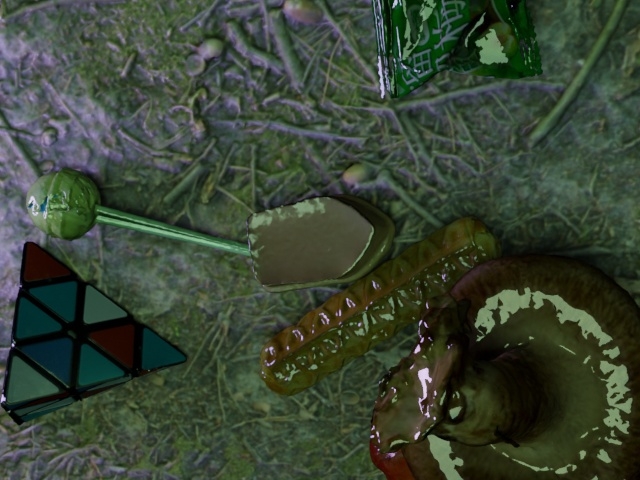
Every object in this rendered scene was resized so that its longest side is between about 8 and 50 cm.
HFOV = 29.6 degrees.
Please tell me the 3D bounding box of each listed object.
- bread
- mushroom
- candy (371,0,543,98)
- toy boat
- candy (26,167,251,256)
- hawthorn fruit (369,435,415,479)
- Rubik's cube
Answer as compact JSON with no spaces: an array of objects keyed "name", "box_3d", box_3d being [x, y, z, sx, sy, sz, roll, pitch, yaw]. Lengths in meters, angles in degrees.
[{"name":"bread","box_3d":[0.070,0.088,1.547,0.368,0.077,0.084,-34,97,20]},{"name":"mushroom","box_3d":[0.244,0.168,1.388,0.334,0.356,0.331,24,72,4]},{"name":"candy","box_3d":[0.157,-0.246,1.434,0.203,0.078,0.141,-2,94,25]},{"name":"toy boat","box_3d":[0.000,0.000,1.529,0.188,0.061,0.116,-11,83,16]},{"name":"candy","box_3d":[-0.223,-0.017,1.593,0.336,0.092,0.093,15,72,0]},{"name":"hawthorn fruit","box_3d":[0.126,0.271,1.569,0.128,0.128,0.128,3,106,12]},{"name":"Rubik's cube","box_3d":[-0.370,0.139,1.579,0.284,0.234,0.250,-17,101,17]}]
